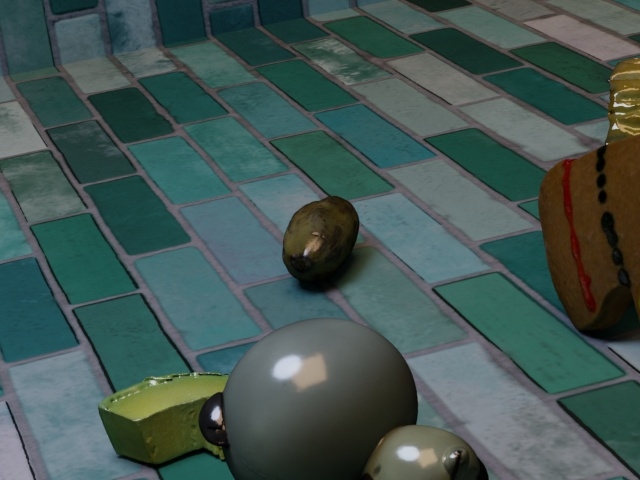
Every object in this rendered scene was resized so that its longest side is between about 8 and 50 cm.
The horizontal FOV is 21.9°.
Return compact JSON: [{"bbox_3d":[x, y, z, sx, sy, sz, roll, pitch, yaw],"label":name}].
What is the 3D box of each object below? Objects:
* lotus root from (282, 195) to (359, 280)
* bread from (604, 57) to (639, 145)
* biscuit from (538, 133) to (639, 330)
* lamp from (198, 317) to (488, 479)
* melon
[{"bbox_3d":[0.000,0.000,2.044,0.089,0.081,0.179,-22,19,24],"label":"lotus root"},{"bbox_3d":[0.396,-0.083,1.885,0.142,0.253,0.227,6,39,17],"label":"bread"},{"bbox_3d":[0.322,0.025,1.727,0.052,0.262,0.277,-1,-7,-29],"label":"biscuit"},{"bbox_3d":[0.024,0.176,1.486,0.244,0.198,0.197,33,39,25],"label":"lamp"},{"bbox_3d":[-0.105,0.184,1.641,0.209,0.064,0.118,11,27,33],"label":"melon"}]
